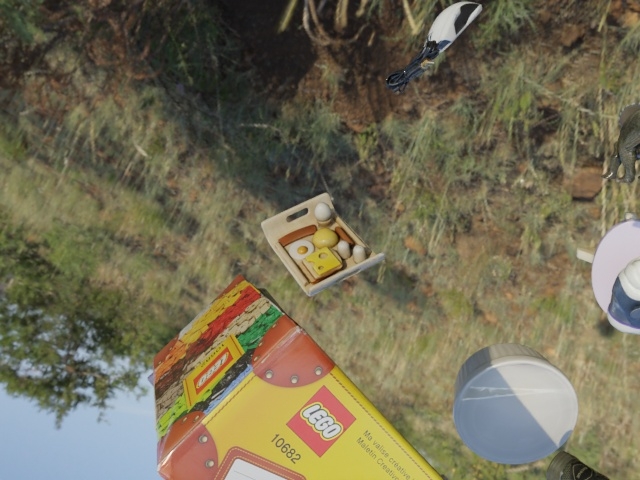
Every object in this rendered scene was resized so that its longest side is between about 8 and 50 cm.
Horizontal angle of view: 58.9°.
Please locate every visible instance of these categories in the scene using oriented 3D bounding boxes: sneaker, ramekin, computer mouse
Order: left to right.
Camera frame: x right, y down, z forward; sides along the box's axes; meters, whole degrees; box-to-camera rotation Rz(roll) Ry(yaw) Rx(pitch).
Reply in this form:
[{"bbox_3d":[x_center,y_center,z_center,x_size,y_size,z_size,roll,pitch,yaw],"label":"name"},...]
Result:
[{"bbox_3d":[0.175,-0.305,0.852,0.042,0.193,0.106,44,153,-7],"label":"computer mouse"},{"bbox_3d":[0.430,0.358,1.291,0.272,0.273,0.127,23,-160,-4],"label":"ramekin"},{"bbox_3d":[0.484,0.486,0.993,0.130,0.087,0.228,19,134,57],"label":"sneaker"},{"bbox_3d":[0.825,0.109,1.261,0.322,0.130,0.236,0,136,6],"label":"sneaker"}]

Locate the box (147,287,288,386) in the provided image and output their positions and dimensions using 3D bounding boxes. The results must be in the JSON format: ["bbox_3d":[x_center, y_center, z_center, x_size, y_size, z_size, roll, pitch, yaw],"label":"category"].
[{"bbox_3d":[-0.156,0.310,1.242,0.296,0.294,0.183,48,-177,10],"label":"box"}]

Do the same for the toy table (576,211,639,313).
[{"bbox_3d":[0.831,0.060,1.531,0.252,0.275,0.161,17,-156,19],"label":"toy table"}]

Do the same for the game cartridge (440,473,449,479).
[{"bbox_3d":[0.273,0.754,1.423,0.198,0.297,0.062,-30,130,27],"label":"game cartridge"}]

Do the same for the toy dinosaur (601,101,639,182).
[{"bbox_3d":[0.607,-0.188,1.067,0.120,0.161,0.313,7,-166,22],"label":"toy dinosaur"}]

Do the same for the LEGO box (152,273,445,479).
[{"bbox_3d":[0.017,0.308,0.763,0.500,0.193,0.372,49,170,-16],"label":"LEGO box"}]

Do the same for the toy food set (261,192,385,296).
[{"bbox_3d":[0.000,0.000,1.519,0.306,0.219,0.093,50,159,44],"label":"toy food set"}]
